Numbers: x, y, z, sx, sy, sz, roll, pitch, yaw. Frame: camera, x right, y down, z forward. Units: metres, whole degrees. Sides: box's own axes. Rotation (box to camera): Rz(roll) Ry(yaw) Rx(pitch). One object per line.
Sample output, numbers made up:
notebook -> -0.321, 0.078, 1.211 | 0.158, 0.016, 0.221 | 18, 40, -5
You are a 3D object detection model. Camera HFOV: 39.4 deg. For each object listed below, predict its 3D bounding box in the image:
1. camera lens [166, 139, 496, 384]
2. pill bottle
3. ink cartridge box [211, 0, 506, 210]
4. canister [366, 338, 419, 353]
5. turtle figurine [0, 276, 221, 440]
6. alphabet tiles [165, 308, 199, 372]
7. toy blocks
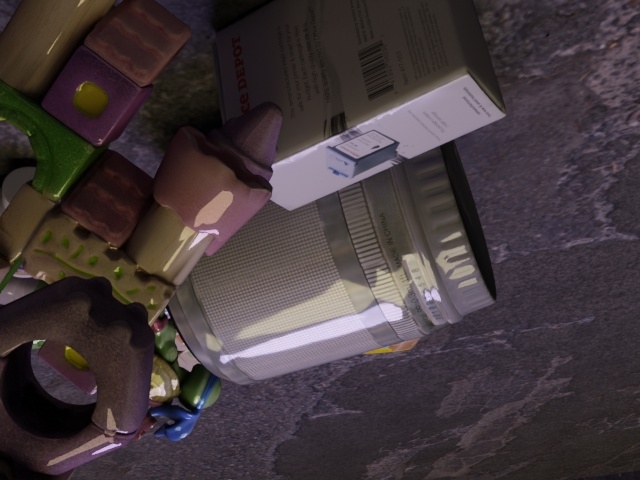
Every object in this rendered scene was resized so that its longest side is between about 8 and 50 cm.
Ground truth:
camera lens -> 0.000, 0.000, 0.818 | 0.274, 0.219, 0.219 | -17, 153, 14
pill bottle -> -0.281, -0.018, 0.856 | 0.067, 0.067, 0.120 | 1, 152, -20
ink cartridge box -> 0.023, -0.126, 0.668 | 0.190, 0.140, 0.082 | -23, 152, 26
canister -> 0.097, 0.092, 1.197 | 0.126, 0.073, 0.170 | -3, 154, -12
turtle figurine -> -0.223, 0.070, 1.014 | 0.266, 0.275, 0.198 | 19, 174, -9
alphabet tiles -> -0.179, 0.148, 1.270 | 0.284, 0.021, 0.278 | -11, 153, 4
toy blocks -> -0.152, -0.081, 0.487 | 0.288, 0.309, 0.260 | 37, 100, -7
